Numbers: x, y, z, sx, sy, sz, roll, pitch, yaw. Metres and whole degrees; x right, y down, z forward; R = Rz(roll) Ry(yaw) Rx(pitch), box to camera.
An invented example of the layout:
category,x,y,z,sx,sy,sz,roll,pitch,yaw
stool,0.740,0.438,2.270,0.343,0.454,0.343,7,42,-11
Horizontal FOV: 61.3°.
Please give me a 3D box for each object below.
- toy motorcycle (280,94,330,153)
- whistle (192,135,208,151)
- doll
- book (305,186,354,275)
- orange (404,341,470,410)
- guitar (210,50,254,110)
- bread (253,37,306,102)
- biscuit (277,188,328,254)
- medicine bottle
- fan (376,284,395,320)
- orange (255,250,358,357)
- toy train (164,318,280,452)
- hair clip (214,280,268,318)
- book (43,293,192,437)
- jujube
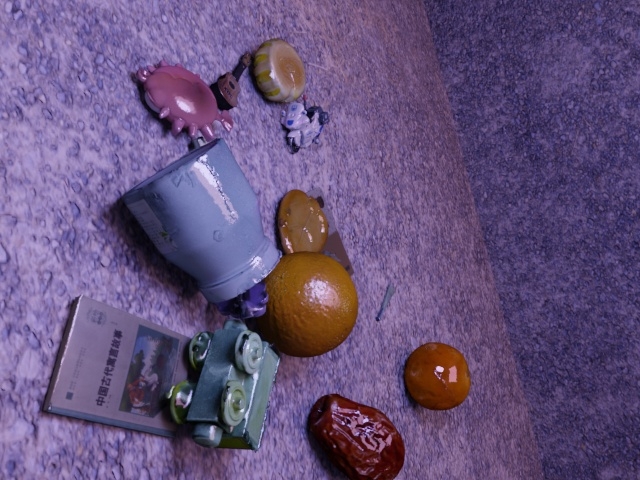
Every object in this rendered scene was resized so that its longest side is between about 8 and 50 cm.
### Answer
category,x,y,z,sx,sy,sz,roll,pitch,yaw
toy motorcycle,-0.050,-0.379,1.736,0.221,0.102,0.150,-47,135,-50
whistle,-0.252,-0.148,1.351,0.235,0.077,0.114,60,28,-9
doll,-0.322,-0.338,1.307,0.262,0.093,0.211,18,54,-43
book,0.000,0.000,1.695,0.217,0.021,0.310,-33,103,-56
orange,0.412,0.479,1.903,0.240,0.240,0.240,29,52,-47
guitar,-0.244,-0.464,1.534,0.084,0.038,0.271,55,32,-33
bread,-0.131,-0.518,1.662,0.213,0.105,0.213,12,75,-56
biscuit,-0.050,-0.037,1.585,0.203,0.041,0.260,52,37,-28
medicine bottle,-0.237,-0.037,1.157,0.290,0.245,0.245,59,35,-18
fan,0.231,0.224,1.938,0.038,0.016,0.193,58,35,-16
orange,-0.034,0.161,1.354,0.274,0.274,0.274,29,52,-47
toy train,-0.194,0.306,1.137,0.188,0.159,0.271,64,29,-45
hair clip,-0.185,0.121,1.238,0.195,0.124,0.052,-117,-164,-63
book,-0.368,0.248,1.035,0.283,0.025,0.214,34,50,-46
jujube,0.098,0.535,1.451,0.290,0.197,0.197,43,41,-15
